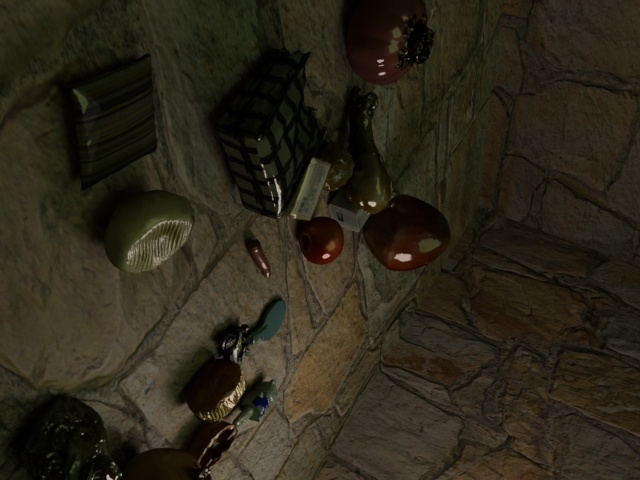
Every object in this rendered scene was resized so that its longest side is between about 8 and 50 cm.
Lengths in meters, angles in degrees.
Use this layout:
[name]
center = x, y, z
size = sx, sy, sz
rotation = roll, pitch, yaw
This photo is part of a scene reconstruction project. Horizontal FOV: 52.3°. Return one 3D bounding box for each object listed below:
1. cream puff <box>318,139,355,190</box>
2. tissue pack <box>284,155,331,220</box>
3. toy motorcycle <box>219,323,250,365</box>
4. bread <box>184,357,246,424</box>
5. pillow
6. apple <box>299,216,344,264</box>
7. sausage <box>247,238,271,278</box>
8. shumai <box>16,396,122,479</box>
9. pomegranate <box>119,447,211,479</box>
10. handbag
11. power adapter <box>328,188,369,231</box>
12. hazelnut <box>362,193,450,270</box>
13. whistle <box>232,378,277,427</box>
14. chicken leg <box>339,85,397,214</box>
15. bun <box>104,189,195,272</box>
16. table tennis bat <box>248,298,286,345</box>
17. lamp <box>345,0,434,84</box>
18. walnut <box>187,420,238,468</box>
[cream puff]
center = 0.034, -0.241, 2.084
size = 0.146, 0.116, 0.146
rotation = -28, 149, -19
[tissue pack]
center = -0.057, -0.166, 1.964
size = 0.148, 0.092, 0.196
rotation = 7, 107, -65
[toy motorcycle]
center = -0.258, 0.320, 2.022
size = 0.124, 0.061, 0.193
rotation = -56, 153, -29
[bread]
center = -0.309, 0.441, 1.932
size = 0.191, 0.132, 0.114
rotation = -54, 152, -32
[pillow]
center = -0.389, -0.228, 1.241
size = 0.208, 0.052, 0.212
rotation = -44, 150, -47
[apple]
center = 0.000, 0.000, 2.165
size = 0.139, 0.163, 0.164
rotation = -12, 124, -42
[sausage]
center = -0.182, 0.053, 1.954
size = 0.040, 0.047, 0.177
rotation = -41, 149, -15
[shumai]
center = -0.522, 0.483, 1.419
size = 0.189, 0.218, 0.256
rotation = -45, 150, -23
[pomegranate]
center = -0.426, 0.705, 1.742
size = 0.307, 0.307, 0.308
rotation = -47, 150, -38
[handbag]
center = -0.114, -0.277, 1.660
size = 0.327, 0.162, 0.325
rotation = -61, 159, -27
[power adapter]
center = 0.134, -0.155, 2.342
size = 0.205, 0.125, 0.130
rotation = -57, 154, -25
[hazelnut]
center = 0.348, -0.031, 2.643
size = 0.372, 0.372, 0.316
rotation = -33, 127, -53
[whistle]
center = -0.224, 0.574, 2.286
size = 0.244, 0.092, 0.110
rotation = -40, 156, -48
[chicken leg]
center = 0.148, -0.294, 2.157
size = 0.153, 0.201, 0.430
rotation = -50, 138, -69
[bun]
center = -0.373, -0.032, 1.386
size = 0.222, 0.127, 0.222
rotation = -42, 168, -11
[table tennis bat]
center = -0.181, 0.285, 2.190
size = 0.237, 0.038, 0.149
rotation = -38, 146, -56
[lamp]
center = 0.215, -0.613, 1.947
size = 0.305, 0.239, 0.306
rotation = -48, 151, -37
[walnut]
center = -0.359, 0.648, 2.069
size = 0.211, 0.087, 0.167
rotation = -38, 150, -45
